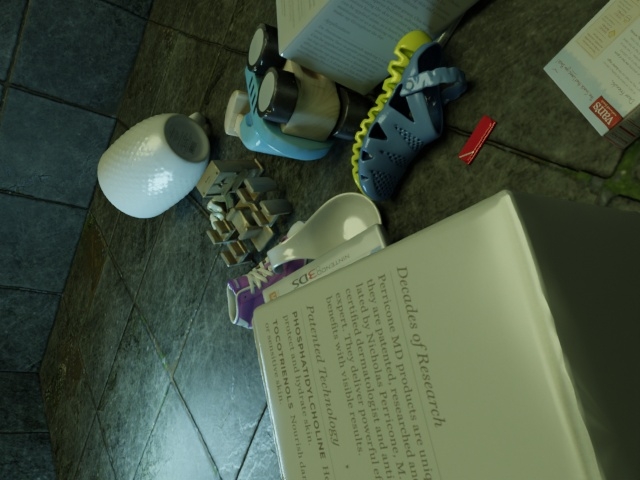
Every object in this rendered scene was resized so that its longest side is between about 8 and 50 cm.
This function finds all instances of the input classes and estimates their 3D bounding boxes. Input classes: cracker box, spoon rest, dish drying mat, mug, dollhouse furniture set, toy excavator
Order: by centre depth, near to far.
[{"bbox_3d":[0.428,-0.256,0.716,0.232,0.067,0.156,-47,45,33],"label":"cracker box"},{"bbox_3d":[0.267,-0.172,0.954,0.083,0.008,0.032,-61,38,21],"label":"dish drying mat"},{"bbox_3d":[0.000,0.000,1.138,0.276,0.084,0.137,-25,80,26],"label":"spoon rest"},{"bbox_3d":[-0.123,-0.312,1.373,0.445,0.222,0.433,-50,42,44],"label":"toy excavator"},{"bbox_3d":[-0.186,-0.091,1.462,0.212,0.161,0.242,-48,67,33],"label":"dollhouse furniture set"},{"bbox_3d":[-0.501,-0.289,1.829,0.328,0.276,0.374,-25,29,41],"label":"mug"}]

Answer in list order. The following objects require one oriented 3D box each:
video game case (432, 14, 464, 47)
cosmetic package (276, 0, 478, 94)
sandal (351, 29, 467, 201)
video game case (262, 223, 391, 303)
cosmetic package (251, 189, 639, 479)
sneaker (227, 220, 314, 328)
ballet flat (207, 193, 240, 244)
[{"bbox_3d":[0.218,-0.465,1.099,0.173,0.022,0.190,-57,40,25],"label":"video game case"},{"bbox_3d":[0.137,-0.482,1.000,0.453,0.230,0.162,-31,55,44],"label":"cosmetic package"},{"bbox_3d":[0.161,-0.214,1.019,0.138,0.126,0.318,33,111,35],"label":"sandal"},{"bbox_3d":[0.043,0.178,1.029,0.299,0.036,0.329,-31,62,27],"label":"video game case"},{"bbox_3d":[0.181,0.178,0.651,0.393,0.329,0.328,-29,67,44],"label":"cosmetic package"},{"bbox_3d":[-0.118,0.077,1.263,0.102,0.161,0.282,35,106,53],"label":"sneaker"},{"bbox_3d":[-0.279,-0.075,1.590,0.077,0.079,0.222,-51,43,32],"label":"ballet flat"}]
